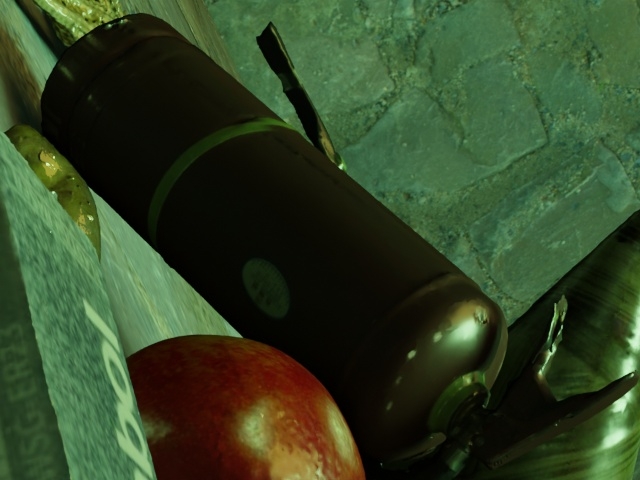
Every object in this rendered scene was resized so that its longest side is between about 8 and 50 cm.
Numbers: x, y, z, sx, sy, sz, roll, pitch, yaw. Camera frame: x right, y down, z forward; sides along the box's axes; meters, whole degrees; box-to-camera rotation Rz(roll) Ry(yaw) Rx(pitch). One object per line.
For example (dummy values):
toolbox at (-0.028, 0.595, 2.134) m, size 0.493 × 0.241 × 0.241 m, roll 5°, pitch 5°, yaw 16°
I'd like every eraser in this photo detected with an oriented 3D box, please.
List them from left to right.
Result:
eraser at (-0.076, 0.075, 0.424) m, size 0.092 × 0.046 × 0.212 m, roll 62°, pitch 7°, yaw -58°

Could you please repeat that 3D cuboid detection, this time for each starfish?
starfish at (-0.144, -0.109, 1.010) m, size 0.236 × 0.062 × 0.277 m, roll -90°, pitch 160°, yaw -69°

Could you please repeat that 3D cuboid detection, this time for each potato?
potato at (-0.117, -0.009, 0.656) m, size 0.046 × 0.045 × 0.092 m, roll 0°, pitch 57°, yaw -47°

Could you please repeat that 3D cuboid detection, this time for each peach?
peach at (-0.043, 0.096, 0.634) m, size 0.118 × 0.151 × 0.151 m, roll -57°, pitch -140°, yaw 37°

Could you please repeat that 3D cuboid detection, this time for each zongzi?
zongzi at (0.086, 0.116, 0.832) m, size 0.286 × 0.138 × 0.300 m, roll -174°, pitch -76°, yaw -78°

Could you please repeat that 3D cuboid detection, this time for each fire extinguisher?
fire extinguisher at (0.000, 0.000, 0.746) m, size 0.341 × 0.141 × 0.105 m, roll 41°, pitch 7°, yaw 33°
